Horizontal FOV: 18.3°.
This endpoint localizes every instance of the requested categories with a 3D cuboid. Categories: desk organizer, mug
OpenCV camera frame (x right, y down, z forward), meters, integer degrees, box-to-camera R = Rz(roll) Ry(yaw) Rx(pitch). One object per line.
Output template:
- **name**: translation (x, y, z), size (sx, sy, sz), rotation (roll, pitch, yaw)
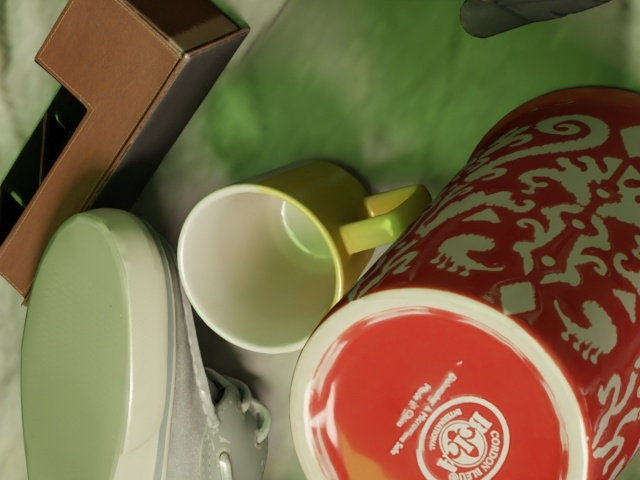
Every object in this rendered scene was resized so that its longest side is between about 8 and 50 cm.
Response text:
- **desk organizer**: translation (-0.087, -0.042, 0.742), size (0.050, 0.047, 0.130), rotation (42, 121, 9)
- **mug**: translation (-0.002, 0.003, 0.706), size (0.078, 0.064, 0.062), rotation (17, 115, 18)
- **mug**: translation (0.067, 0.045, 0.628), size (0.113, 0.169, 0.150), rotation (7, 111, 23)

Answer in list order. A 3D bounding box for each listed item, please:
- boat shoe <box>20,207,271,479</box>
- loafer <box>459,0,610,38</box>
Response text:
- **boat shoe**: translation (-0.062, 0.085, 0.763), size (0.079, 0.081, 0.227), rotation (34, 131, 45)
- **loafer**: translation (0.067, -0.103, 0.633), size (0.223, 0.076, 0.078), rotation (13, 127, 20)
